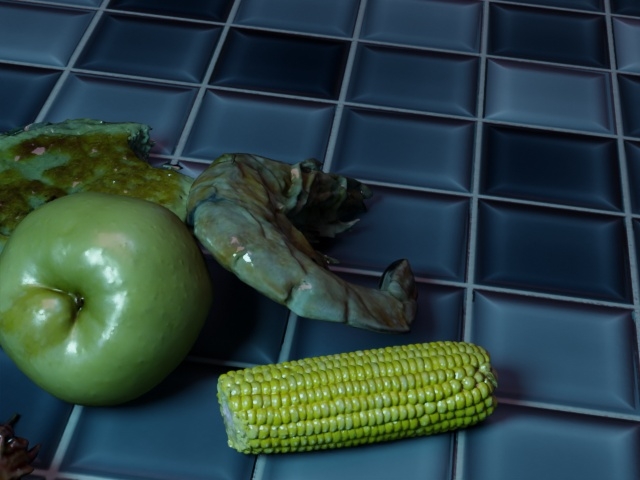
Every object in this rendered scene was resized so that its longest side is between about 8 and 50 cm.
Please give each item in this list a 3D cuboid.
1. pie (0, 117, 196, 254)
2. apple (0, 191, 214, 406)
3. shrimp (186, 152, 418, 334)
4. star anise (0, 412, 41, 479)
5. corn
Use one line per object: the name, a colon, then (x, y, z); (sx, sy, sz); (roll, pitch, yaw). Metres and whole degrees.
pie: (-0.262, -0.040, 1.435); (0.303, 0.066, 0.302); (3, 35, -2)
apple: (-0.184, 0.046, 1.223); (0.200, 0.200, 0.200); (3, 35, -2)
shrimp: (0.000, 0.000, 1.349); (0.247, 0.085, 0.360); (38, 19, 8)
star anise: (-0.281, 0.181, 1.125); (0.141, 0.158, 0.144); (-6, 2, -31)
corn: (0.035, 0.134, 1.214); (0.249, 0.081, 0.081); (-6, 37, -17)
